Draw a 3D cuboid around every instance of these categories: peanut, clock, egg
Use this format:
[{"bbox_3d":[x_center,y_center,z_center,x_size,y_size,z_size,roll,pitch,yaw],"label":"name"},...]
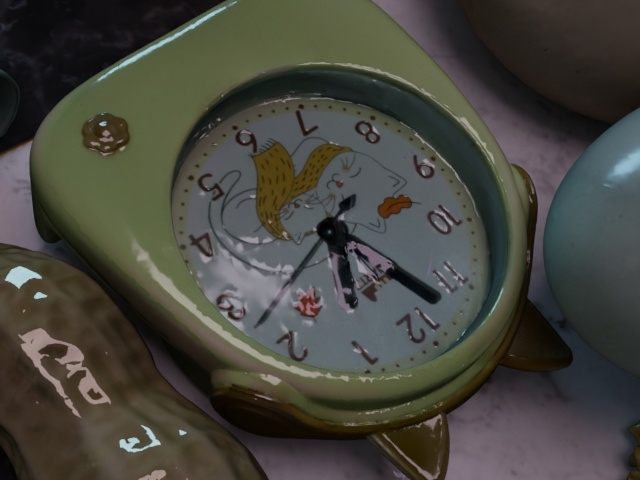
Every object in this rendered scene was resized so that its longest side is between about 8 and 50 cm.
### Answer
[{"bbox_3d":[-0.144,0.106,0.620,0.298,0.136,0.120,46,28,17],"label":"peanut"},{"bbox_3d":[0.000,0.000,0.714,0.286,0.117,0.348,-36,77,-27],"label":"clock"},{"bbox_3d":[0.302,-0.003,0.705,0.371,0.230,0.230,-4,63,-38],"label":"egg"}]

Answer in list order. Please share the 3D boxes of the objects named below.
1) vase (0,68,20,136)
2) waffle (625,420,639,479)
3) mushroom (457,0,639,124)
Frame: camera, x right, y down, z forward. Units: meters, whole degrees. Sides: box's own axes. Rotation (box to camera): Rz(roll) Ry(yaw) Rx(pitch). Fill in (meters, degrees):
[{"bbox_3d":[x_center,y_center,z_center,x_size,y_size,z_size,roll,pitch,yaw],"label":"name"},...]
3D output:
[{"bbox_3d":[-0.319,-0.148,0.730,0.219,0.096,0.096,43,62,13],"label":"vase"},{"bbox_3d":[0.303,0.181,0.738,0.191,0.038,0.191,6,62,-11],"label":"waffle"},{"bbox_3d":[0.272,-0.270,0.857,0.362,0.294,0.362,0,92,-4],"label":"mushroom"}]
